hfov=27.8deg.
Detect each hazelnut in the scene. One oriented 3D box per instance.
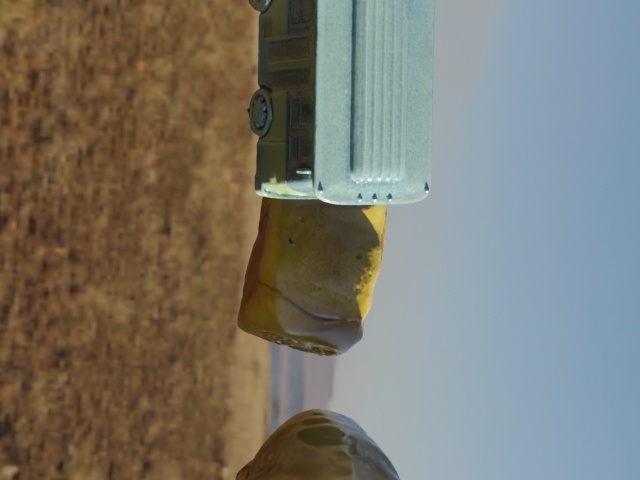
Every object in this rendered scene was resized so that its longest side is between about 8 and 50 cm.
[{"bbox_3d":[0.013,0.343,1.624,0.261,0.241,0.261,-44,-159,22],"label":"hazelnut"}]

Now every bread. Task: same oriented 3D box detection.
[{"bbox_3d":[0.000,0.000,1.688,0.132,0.167,0.294,134,-30,-70],"label":"bread"}]

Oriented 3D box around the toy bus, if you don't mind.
[{"bbox_3d":[0.021,-0.199,1.441,0.190,0.152,0.312,8,-82,60],"label":"toy bus"}]
